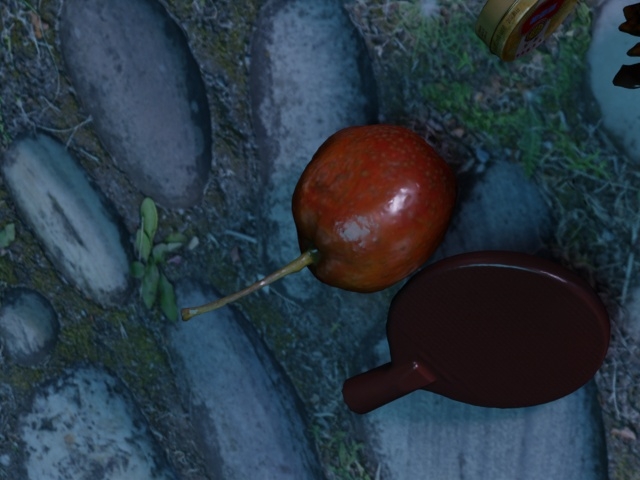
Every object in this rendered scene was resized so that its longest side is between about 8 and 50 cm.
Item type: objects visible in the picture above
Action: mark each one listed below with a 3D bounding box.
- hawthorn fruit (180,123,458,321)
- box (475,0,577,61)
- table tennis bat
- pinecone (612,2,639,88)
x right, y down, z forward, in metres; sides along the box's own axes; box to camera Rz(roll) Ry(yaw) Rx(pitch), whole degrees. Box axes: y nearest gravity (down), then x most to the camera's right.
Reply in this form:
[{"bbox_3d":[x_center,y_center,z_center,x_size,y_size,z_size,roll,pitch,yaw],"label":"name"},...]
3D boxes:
[{"bbox_3d":[0.000,0.000,1.447,0.165,0.285,0.165,41,150,29],"label":"hawthorn fruit"},{"bbox_3d":[0.186,-0.208,1.365,0.037,0.105,0.105,48,124,17],"label":"box"},{"bbox_3d":[0.140,0.106,1.500,0.200,0.038,0.310,43,133,-22],"label":"table tennis bat"},{"bbox_3d":[0.378,-0.138,1.200,0.264,0.264,0.264,10,112,27],"label":"pinecone"}]
